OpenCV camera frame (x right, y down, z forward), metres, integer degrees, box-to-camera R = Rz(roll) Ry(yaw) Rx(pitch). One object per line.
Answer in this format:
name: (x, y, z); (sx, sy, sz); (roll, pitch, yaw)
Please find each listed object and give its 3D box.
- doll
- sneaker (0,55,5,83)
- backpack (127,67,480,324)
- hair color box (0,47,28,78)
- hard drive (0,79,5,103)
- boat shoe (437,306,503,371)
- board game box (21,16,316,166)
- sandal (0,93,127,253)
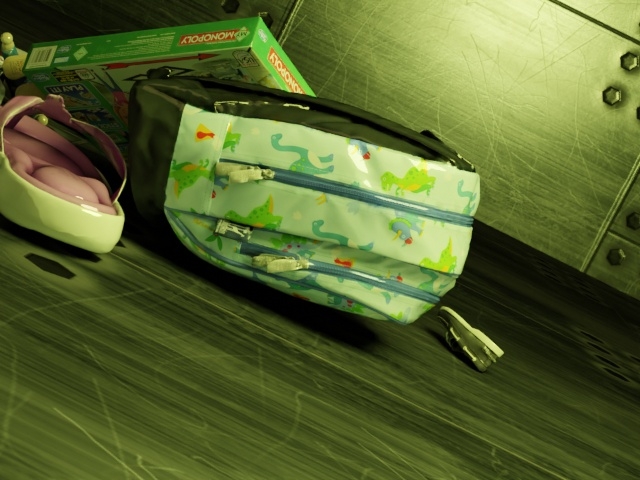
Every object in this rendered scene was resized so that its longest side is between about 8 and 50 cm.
doll: (-0.385, -0.206, 1.802); (0.129, 0.046, 0.189); (67, -13, -7)
sneaker: (-0.456, -0.239, 1.983); (0.098, 0.038, 0.069); (26, 7, 3)
backpack: (-0.009, -0.048, 1.494); (0.355, 0.273, 0.290); (0, -2, 3)
hair color box: (-0.446, -0.254, 2.095); (0.072, 0.043, 0.141); (24, 7, -20)
hard drive: (-0.554, -0.252, 1.756); (0.307, 0.040, 0.203); (24, 8, -24)
boat shoe: (0.173, 0.120, 1.696); (0.046, 0.038, 0.125); (44, -4, -38)
board game box: (-0.165, -0.168, 1.661); (0.317, 0.046, 0.213); (-2, -32, 28)
sandal: (-0.265, -0.090, 1.411); (0.169, 0.102, 0.416); (22, 9, -28)
